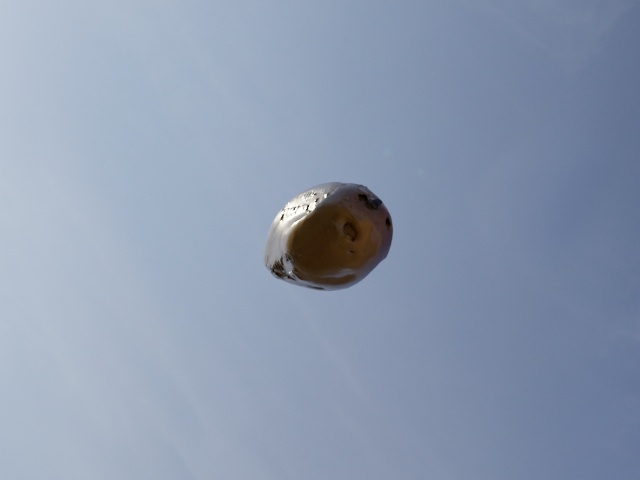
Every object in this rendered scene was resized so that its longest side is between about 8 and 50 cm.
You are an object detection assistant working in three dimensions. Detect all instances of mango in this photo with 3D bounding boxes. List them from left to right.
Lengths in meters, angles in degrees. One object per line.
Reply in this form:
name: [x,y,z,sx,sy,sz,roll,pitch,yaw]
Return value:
mango: [0.000,0.000,1.148,0.248,0.156,0.151,-14,-85,53]
